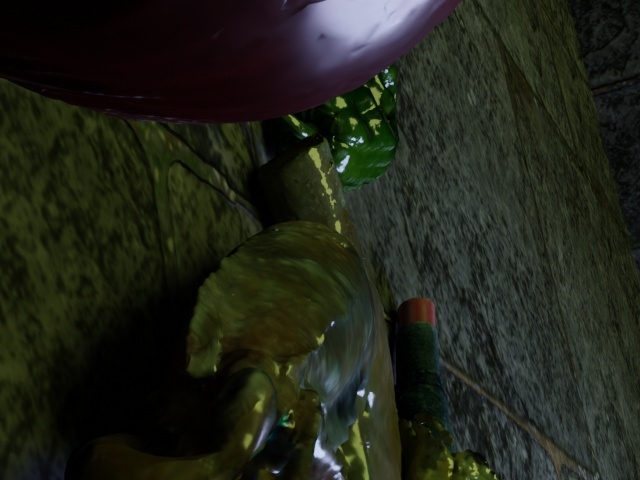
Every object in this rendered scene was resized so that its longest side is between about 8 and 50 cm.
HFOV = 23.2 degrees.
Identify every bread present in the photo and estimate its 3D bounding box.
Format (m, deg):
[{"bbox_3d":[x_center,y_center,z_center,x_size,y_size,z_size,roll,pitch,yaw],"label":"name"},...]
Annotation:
[{"bbox_3d":[0.073,0.199,0.983,0.156,0.110,0.103,51,-11,3],"label":"bread"}]

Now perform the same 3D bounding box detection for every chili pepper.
[{"bbox_3d":[0.017,-0.087,1.134,0.257,0.074,0.100,-47,116,-76],"label":"chili pepper"}]

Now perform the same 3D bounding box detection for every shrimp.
[{"bbox_3d":[-0.021,0.102,0.790,0.446,0.110,0.221,-11,93,-77],"label":"shrimp"}]

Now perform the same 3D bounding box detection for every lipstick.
[{"bbox_3d":[0.076,0.117,1.150,0.234,0.053,0.053,-84,152,-57],"label":"lipstick"}]

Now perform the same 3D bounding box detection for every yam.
[{"bbox_3d":[0.000,0.000,1.016,0.054,0.054,0.132,-63,136,-67],"label":"yam"}]

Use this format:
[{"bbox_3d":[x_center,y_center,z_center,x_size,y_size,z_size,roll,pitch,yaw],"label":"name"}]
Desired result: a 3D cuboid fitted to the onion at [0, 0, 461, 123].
[{"bbox_3d":[-0.076,-0.204,0.515,0.341,0.341,0.341,-17,90,-73],"label":"onion"}]
